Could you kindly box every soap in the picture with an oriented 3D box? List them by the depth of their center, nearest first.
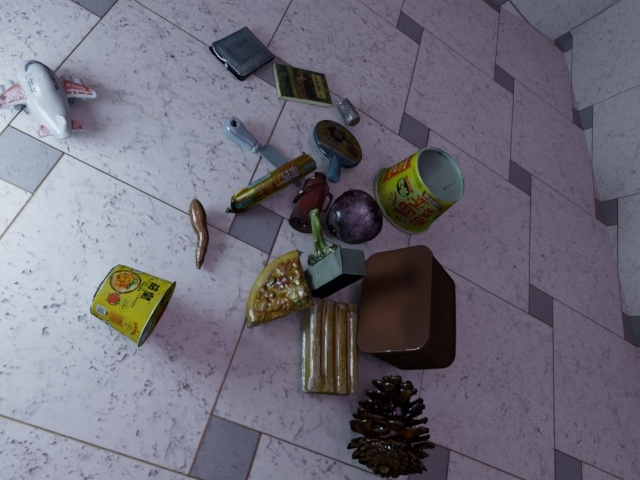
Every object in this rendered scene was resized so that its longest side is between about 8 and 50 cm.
[{"bbox_3d":[0.030,0.323,1.387,0.173,0.089,0.275,14,62,-27],"label":"soap"}]

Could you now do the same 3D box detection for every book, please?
[{"bbox_3d":[-0.069,-0.608,1.788,0.228,0.024,0.161,0,66,-29],"label":"book"}]

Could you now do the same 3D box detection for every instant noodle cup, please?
[{"bbox_3d":[-0.467,0.151,1.133,0.144,0.182,0.182,27,57,-6],"label":"instant noodle cup"},{"bbox_3d":[0.388,-0.206,1.751,0.310,0.221,0.312,13,62,-25],"label":"instant noodle cup"}]

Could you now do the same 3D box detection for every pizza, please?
[{"bbox_3d":[-0.109,0.148,1.350,0.197,0.058,0.292,25,63,22],"label":"pizza"}]

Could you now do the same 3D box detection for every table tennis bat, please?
[{"bbox_3d":[0.062,-0.334,1.693,0.215,0.044,0.329,27,44,-20],"label":"table tennis bat"}]

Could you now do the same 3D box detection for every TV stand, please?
[{"bbox_3d":[0.027,0.106,1.369,0.088,0.269,0.083,8,65,-27],"label":"TV stand"}]

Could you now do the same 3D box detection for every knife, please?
[{"bbox_3d":[-0.189,-0.306,1.579,0.331,0.044,0.080,37,52,-18],"label":"knife"}]

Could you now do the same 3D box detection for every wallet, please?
[{"bbox_3d":[-0.287,-0.696,1.693,0.167,0.036,0.222,45,54,-5],"label":"wallet"}]

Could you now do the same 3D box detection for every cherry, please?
[{"bbox_3d":[0.115,-0.074,1.564,0.194,0.195,0.195,12,63,-25],"label":"cherry"}]

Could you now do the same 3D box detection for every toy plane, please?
[{"bbox_3d":[-0.742,-0.383,1.241,0.251,0.118,0.253,14,60,-24],"label":"toy plane"}]

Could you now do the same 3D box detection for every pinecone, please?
[{"bbox_3d":[0.206,0.522,1.314,0.246,0.246,0.292,28,46,-17],"label":"pinecone"}]

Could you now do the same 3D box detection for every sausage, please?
[{"bbox_3d":[-0.166,-0.185,1.498,0.371,0.082,0.082,-36,89,-32],"label":"sausage"}]

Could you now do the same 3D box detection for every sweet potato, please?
[{"bbox_3d":[-0.356,-0.018,1.344,0.050,0.050,0.215,-2,76,-31],"label":"sweet potato"}]

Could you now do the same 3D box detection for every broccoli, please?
[{"bbox_3d":[0.000,-0.001,1.457,0.122,0.118,0.204,-16,114,-5],"label":"broccoli"}]

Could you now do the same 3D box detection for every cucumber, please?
[{"bbox_3d":[0.112,-0.517,1.830,0.064,0.064,0.112,-22,77,-35],"label":"cucumber"}]

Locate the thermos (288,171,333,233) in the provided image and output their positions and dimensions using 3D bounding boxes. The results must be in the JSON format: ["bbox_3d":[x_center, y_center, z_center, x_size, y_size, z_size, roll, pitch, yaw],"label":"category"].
[{"bbox_3d":[-0.024,-0.141,1.557,0.124,0.099,0.232,28,58,-12],"label":"thermos"}]

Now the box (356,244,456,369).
[{"bbox_3d":[0.288,0.223,1.456,0.229,0.239,0.340,38,50,-41],"label":"box"}]

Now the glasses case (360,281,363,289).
[{"bbox_3d":[0.173,0.151,1.588,0.083,0.021,0.032,-16,77,-34],"label":"glasses case"}]
